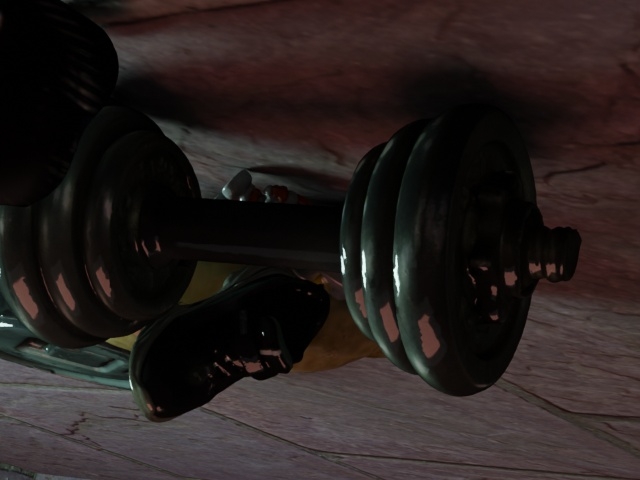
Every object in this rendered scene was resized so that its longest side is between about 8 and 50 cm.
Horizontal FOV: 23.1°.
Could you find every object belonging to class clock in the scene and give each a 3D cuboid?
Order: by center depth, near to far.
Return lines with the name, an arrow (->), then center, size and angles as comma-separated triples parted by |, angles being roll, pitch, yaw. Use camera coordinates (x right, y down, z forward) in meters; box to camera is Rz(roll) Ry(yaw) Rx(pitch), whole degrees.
clock -> -0.275, 0.103, 1.753 | 0.312, 0.061, 0.312 | 11, 164, 3

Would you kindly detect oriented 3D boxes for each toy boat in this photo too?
toy boat -> -0.264, -0.130, 0.876 | 0.298, 0.134, 0.092 | 27, -168, -32

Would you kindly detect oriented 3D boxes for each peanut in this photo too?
peanut -> -0.057, 0.042, 1.268 | 0.290, 0.130, 0.130 | 12, 165, -22

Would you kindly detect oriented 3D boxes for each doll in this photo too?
doll -> 0.000, 0.000, 1.188 | 0.180, 0.079, 0.094 | 23, 129, -18

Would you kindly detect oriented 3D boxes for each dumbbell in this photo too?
dumbbell -> -0.035, -0.004, 0.994 | 0.406, 0.179, 0.179 | 3, 162, 26

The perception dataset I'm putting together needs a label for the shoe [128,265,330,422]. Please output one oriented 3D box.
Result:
shoe -> -0.052, 0.071, 1.101 | 0.099, 0.169, 0.071 | 3, 120, 49
